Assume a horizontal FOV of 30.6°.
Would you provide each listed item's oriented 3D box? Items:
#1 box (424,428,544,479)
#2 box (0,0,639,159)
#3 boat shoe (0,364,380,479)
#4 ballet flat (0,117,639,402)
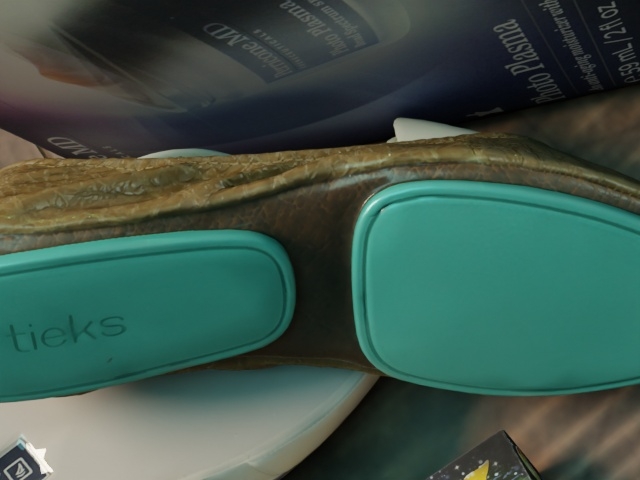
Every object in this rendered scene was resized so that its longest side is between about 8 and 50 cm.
[{"bbox_3d":[0.018,0.203,0.469,0.233,0.044,0.159,-36,40,7],"label":"box"},{"bbox_3d":[-0.027,-0.156,0.480,0.294,0.296,0.183,-10,75,21],"label":"box"},{"bbox_3d":[-0.109,0.129,0.555,0.340,0.158,0.127,-31,60,-17],"label":"boat shoe"},{"bbox_3d":[0.000,0.000,0.497,0.342,0.116,0.124,-4,33,-4],"label":"ballet flat"}]
